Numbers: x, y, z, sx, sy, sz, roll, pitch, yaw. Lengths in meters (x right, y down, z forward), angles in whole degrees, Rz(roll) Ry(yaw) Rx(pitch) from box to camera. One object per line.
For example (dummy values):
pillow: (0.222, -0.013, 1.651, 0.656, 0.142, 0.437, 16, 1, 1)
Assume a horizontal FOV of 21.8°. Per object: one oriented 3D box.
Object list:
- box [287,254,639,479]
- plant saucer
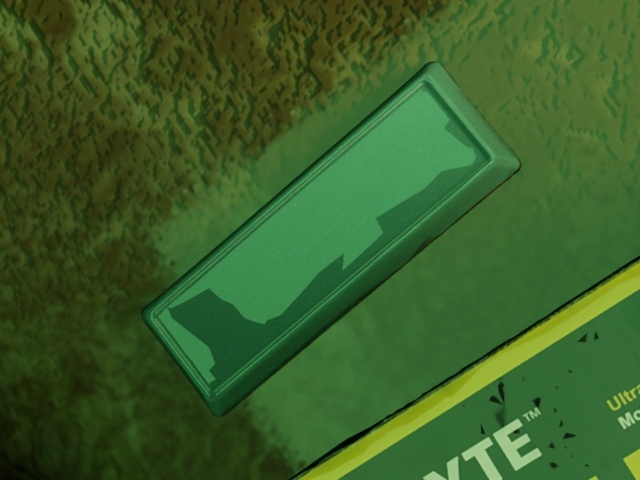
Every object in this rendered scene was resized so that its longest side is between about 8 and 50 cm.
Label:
box: (0.129, 0.049, 0.586, 0.257, 0.322, 0.079, -33, 80, 13)
plant saucer: (0.000, 0.000, 0.784, 0.192, 0.018, 0.067, -41, 77, 11)
